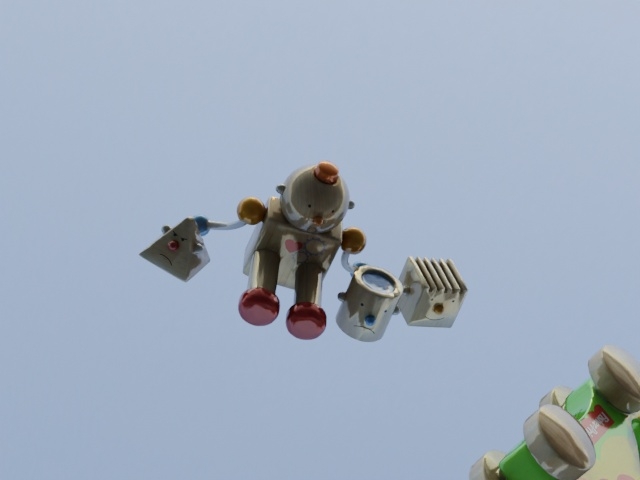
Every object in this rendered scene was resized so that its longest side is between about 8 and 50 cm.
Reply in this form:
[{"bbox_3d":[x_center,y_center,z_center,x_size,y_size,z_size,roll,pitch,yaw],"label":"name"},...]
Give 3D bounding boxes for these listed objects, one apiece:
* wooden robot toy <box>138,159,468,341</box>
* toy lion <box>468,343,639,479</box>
[{"bbox_3d":[0.000,0.000,0.891,0.173,0.079,0.076,16,-147,-12],"label":"wooden robot toy"},{"bbox_3d":[0.096,0.087,0.523,0.096,0.034,0.100,49,-151,7],"label":"toy lion"}]
